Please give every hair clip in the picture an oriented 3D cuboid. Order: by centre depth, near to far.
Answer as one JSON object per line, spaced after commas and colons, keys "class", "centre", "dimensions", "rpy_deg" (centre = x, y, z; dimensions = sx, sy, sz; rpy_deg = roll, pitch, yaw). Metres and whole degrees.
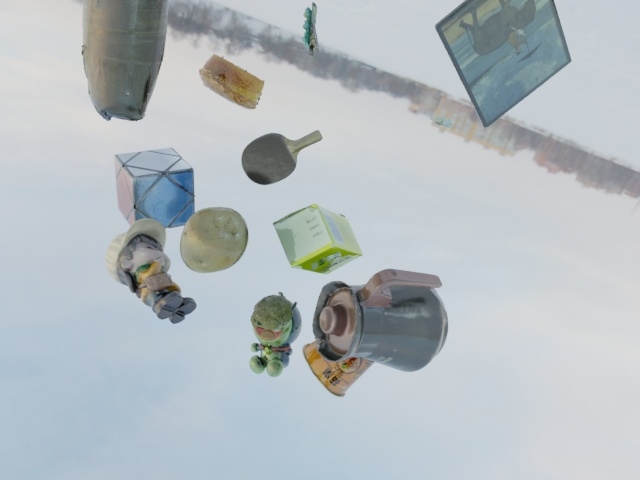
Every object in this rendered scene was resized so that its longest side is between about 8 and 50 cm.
{"class": "hair clip", "centre": [-0.029, -0.600, 1.709], "dimensions": [0.049, 0.173, 0.049], "rpy_deg": [-1, 159, 0]}

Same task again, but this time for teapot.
{"class": "teapot", "centre": [0.186, 0.221, 1.784], "dimensions": [0.361, 0.376, 0.306], "rpy_deg": [4, -132, -32]}

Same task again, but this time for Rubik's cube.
{"class": "Rubik's cube", "centre": [-0.538, -0.166, 1.965], "dimensions": [0.205, 0.205, 0.207], "rpy_deg": [-12, -147, -29]}

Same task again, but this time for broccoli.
{"class": "broccoli", "centre": [-0.145, 0.224, 1.842], "dimensions": [0.130, 0.120, 0.131], "rpy_deg": [3, -143, 25]}

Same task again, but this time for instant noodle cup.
{"class": "instant noodle cup", "centre": [0.070, 0.381, 1.988], "dimensions": [0.216, 0.172, 0.216], "rpy_deg": [47, -168, -13]}

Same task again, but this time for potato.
{"class": "potato", "centre": [-0.269, 0.004, 1.471], "dimensions": [0.157, 0.194, 0.157], "rpy_deg": [16, -120, -29]}

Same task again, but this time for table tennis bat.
{"class": "table tennis bat", "centre": [-0.109, -0.251, 1.726], "dimensions": [0.138, 0.246, 0.022], "rpy_deg": [63, -173, -13]}

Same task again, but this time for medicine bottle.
{"class": "medicine bottle", "centre": [0.000, 0.000, 1.641], "dimensions": [0.141, 0.137, 0.250], "rpy_deg": [65, -164, 17]}

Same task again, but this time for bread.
{"class": "bread", "centre": [-0.331, -0.565, 2.111], "dimensions": [0.260, 0.129, 0.134], "rpy_deg": [32, -168, 16]}

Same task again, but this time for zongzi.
{"class": "zongzi", "centre": [-0.550, -0.550, 1.643], "dimensions": [0.207, 0.403, 0.432], "rpy_deg": [0, -157, -28]}

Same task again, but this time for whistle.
{"class": "whistle", "centre": [0.457, -0.451, 2.285], "dimensions": [0.100, 0.035, 0.035], "rpy_deg": [29, -162, 37]}

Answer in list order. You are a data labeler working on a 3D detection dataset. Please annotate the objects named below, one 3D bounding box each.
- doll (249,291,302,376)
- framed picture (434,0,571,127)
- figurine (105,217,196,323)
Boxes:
{"class": "doll", "centre": [-0.177, 0.362, 2.364], "dimensions": [0.198, 0.322, 0.186], "rpy_deg": [10, 179, 25]}
{"class": "framed picture", "centre": [0.425, -0.443, 1.367], "dimensions": [0.347, 0.265, 0.016], "rpy_deg": [45, -171, -46]}
{"class": "figurine", "centre": [-0.506, 0.107, 1.751], "dimensions": [0.185, 0.204, 0.332], "rpy_deg": [40, -160, -57]}
